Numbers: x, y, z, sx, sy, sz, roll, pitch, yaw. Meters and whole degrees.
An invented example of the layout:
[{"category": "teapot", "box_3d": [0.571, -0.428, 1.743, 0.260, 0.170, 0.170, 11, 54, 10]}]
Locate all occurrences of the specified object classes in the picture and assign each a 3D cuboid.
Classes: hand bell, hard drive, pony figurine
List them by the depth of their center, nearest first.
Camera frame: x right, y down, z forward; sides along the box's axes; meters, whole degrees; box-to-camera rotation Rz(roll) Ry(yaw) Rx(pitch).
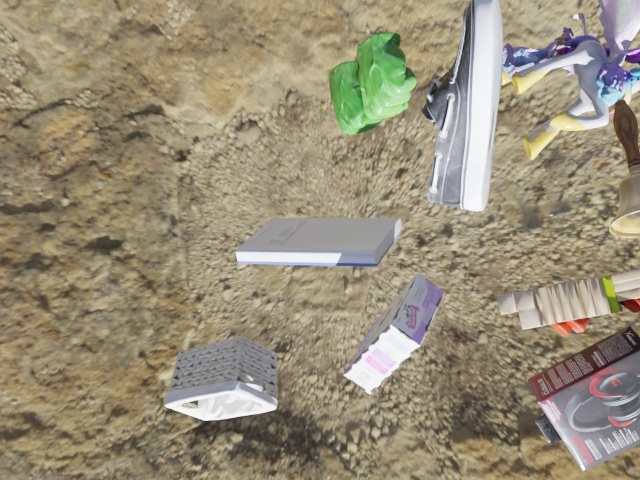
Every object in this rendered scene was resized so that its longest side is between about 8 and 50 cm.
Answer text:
[{"category": "hand bell", "box_3d": [0.547, -0.138, 1.211, 0.126, 0.126, 0.242, -3, 66, 2]}, {"category": "pony figurine", "box_3d": [0.571, -0.373, 1.460, 0.363, 0.303, 0.351, -17, 74, 2]}, {"category": "hard drive", "box_3d": [0.000, 0.000, 1.555, 0.319, 0.210, 0.040, 0, 112, 22]}]

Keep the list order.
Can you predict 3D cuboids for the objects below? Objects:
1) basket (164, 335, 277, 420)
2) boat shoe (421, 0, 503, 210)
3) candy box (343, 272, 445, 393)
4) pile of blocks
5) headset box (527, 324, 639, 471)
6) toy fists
[{"category": "basket", "box_3d": [-0.165, 0.237, 1.184, 0.167, 0.113, 0.103, -18, 54, 31]}, {"category": "boat shoe", "box_3d": [0.191, -0.189, 0.959, 0.102, 0.108, 0.301, 9, 117, 19]}, {"category": "candy box", "box_3d": [0.144, 0.183, 1.358, 0.070, 0.165, 0.196, 36, 134, 2]}, {"category": "pile of blocks", "box_3d": [0.584, 0.148, 1.556, 0.362, 0.149, 0.112, -11, 79, 3]}, {"category": "headset box", "box_3d": [0.630, 0.364, 1.564, 0.293, 0.110, 0.218, -31, 104, 12]}, {"category": "toy fists", "box_3d": [0.101, -0.297, 1.380, 0.096, 0.279, 0.142, -6, 86, -23]}]
